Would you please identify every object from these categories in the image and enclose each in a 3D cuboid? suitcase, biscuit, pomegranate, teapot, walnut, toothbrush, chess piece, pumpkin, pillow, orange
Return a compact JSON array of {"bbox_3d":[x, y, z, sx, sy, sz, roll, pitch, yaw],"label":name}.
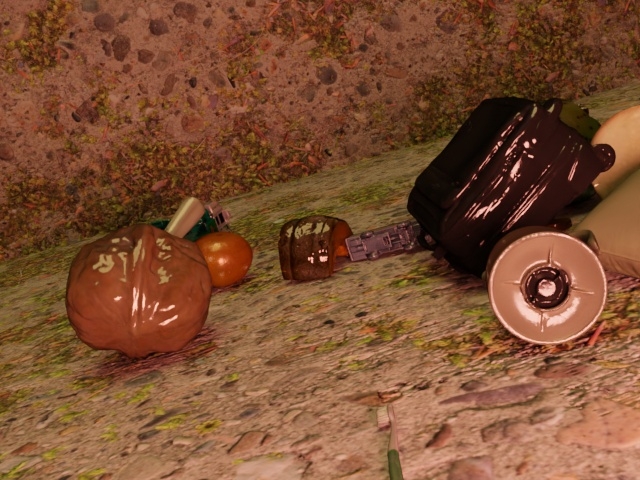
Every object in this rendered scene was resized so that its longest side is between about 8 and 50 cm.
[{"bbox_3d":[0.317,-0.100,1.285,0.339,0.188,0.345,-52,12,8],"label":"suitcase"},{"bbox_3d":[0.413,-0.027,1.422,0.138,0.031,0.205,-17,13,-14],"label":"biscuit"},{"bbox_3d":[0.512,-0.176,1.539,0.254,0.271,0.254,19,20,-7],"label":"pomegranate"},{"bbox_3d":[-0.351,0.037,1.528,0.220,0.149,0.318,18,77,59],"label":"teapot"},{"bbox_3d":[-0.334,0.096,1.280,0.227,0.273,0.273,-47,-1,23],"label":"walnut"},{"bbox_3d":[0.076,0.229,0.710,0.024,0.018,0.257,-17,12,3],"label":"toothbrush"},{"bbox_3d":[0.702,-0.174,1.348,0.234,0.234,0.442,-4,11,39],"label":"chess piece"},{"bbox_3d":[0.001,-0.004,1.581,0.131,0.126,0.248,-8,13,20],"label":"pumpkin"},{"bbox_3d":[0.540,-0.033,0.999,0.255,0.120,0.322,-39,20,-7],"label":"pillow"},{"bbox_3d":[-0.237,0.046,1.647,0.156,0.124,0.156,0,16,0],"label":"orange"}]

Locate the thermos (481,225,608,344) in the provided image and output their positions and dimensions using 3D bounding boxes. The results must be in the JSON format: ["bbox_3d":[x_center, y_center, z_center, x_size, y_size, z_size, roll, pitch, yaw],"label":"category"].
[{"bbox_3d":[0.318,0.039,0.995,0.176,0.146,0.265,-23,3,13],"label":"thermos"}]

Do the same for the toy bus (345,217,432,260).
[{"bbox_3d":[0.154,-0.004,1.538,0.190,0.064,0.075,-16,5,20],"label":"toy bus"}]

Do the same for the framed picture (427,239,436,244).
[{"bbox_3d":[0.321,-0.029,1.578,0.203,0.015,0.150,-22,14,-29],"label":"framed picture"}]

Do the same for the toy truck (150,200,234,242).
[{"bbox_3d":[-0.342,0.002,1.850,0.176,0.178,0.363,-12,10,13],"label":"toy truck"}]
